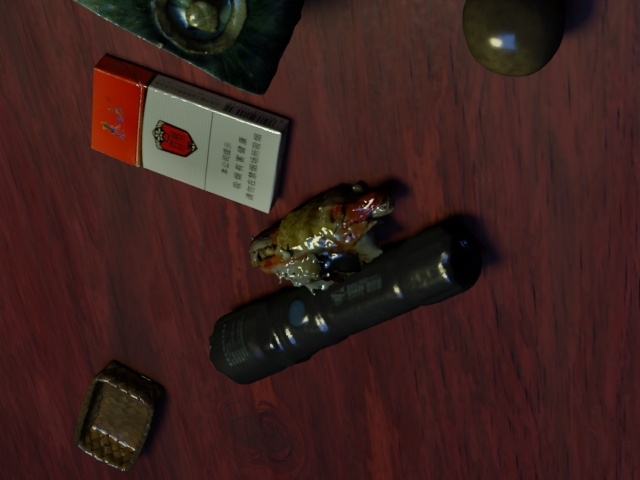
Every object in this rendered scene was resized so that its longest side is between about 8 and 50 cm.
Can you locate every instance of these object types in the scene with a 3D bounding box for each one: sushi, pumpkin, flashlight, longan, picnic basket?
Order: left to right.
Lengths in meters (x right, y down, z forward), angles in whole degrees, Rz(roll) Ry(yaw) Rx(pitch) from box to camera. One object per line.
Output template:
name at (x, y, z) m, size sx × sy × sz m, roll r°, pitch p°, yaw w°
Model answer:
picnic basket at (-0.299, 0.259, 2.298) m, size 0.110 × 0.055 × 0.193 m, roll 28°, pitch 137°, yaw 2°
pumpkin at (-0.144, -0.302, 1.575) m, size 0.293 × 0.263 × 0.197 m, roll 28°, pitch 96°, yaw -21°
sushi at (0.002, 0.003, 1.869) m, size 0.226 × 0.097 × 0.103 m, roll -29°, pitch 108°, yaw 39°
flashlight at (0.026, 0.083, 1.936) m, size 0.424 × 0.103 × 0.103 m, roll -25°, pitch 115°, yaw 41°
longan at (0.196, -0.226, 1.566) m, size 0.106 × 0.106 × 0.119 m, roll 17°, pitch 96°, yaw 13°

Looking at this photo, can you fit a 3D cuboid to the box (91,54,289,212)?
box at (-0.161, -0.128, 1.880) m, size 0.245 × 0.035 × 0.139 m, roll 20°, pitch 136°, yaw 8°
